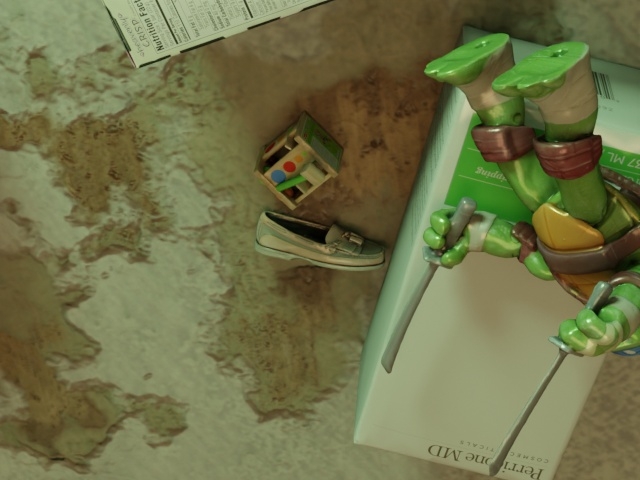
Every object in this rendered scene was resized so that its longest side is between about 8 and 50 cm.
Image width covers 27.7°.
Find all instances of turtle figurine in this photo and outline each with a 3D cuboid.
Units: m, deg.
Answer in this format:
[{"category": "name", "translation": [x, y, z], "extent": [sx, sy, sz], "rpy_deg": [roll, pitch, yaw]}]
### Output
[{"category": "turtle figurine", "translation": [0.138, 0.004, 0.936], "extent": [0.275, 0.198, 0.266], "rpy_deg": [-17, 113, 11]}]

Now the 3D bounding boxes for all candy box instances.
[{"category": "candy box", "translation": [-0.040, -0.226, 1.021], "extent": [0.233, 0.159, 0.071], "rpy_deg": [-15, 116, 17]}]

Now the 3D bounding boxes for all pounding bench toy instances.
[{"category": "pounding bench toy", "translation": [-0.024, -0.062, 1.160], "extent": [0.065, 0.083, 0.052], "rpy_deg": [-38, 110, 24]}]

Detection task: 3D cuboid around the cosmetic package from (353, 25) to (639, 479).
[{"category": "cosmetic package", "translation": [0.165, 0.021, 1.146], "extent": [0.197, 0.155, 0.365], "rpy_deg": [13, 120, -2]}]

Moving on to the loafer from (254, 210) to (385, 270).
[{"category": "loafer", "translation": [0.000, 0.000, 1.220], "extent": [0.125, 0.045, 0.039], "rpy_deg": [8, 115, 6]}]
